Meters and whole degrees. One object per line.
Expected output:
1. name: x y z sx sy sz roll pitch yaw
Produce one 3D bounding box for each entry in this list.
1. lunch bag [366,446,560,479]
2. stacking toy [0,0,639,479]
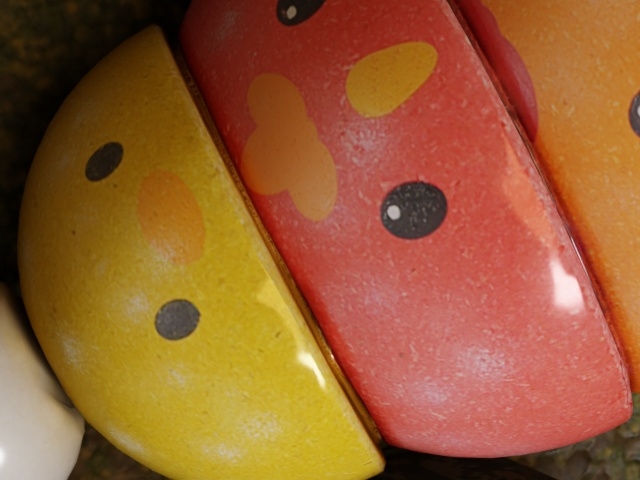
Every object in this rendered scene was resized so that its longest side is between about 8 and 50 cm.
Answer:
1. lunch bag: 0.061 0.256 0.863 0.169 0.235 0.287 -2 100 -30
2. stacking toy: 0.000 0.000 0.788 0.480 0.350 0.350 -30 112 0
